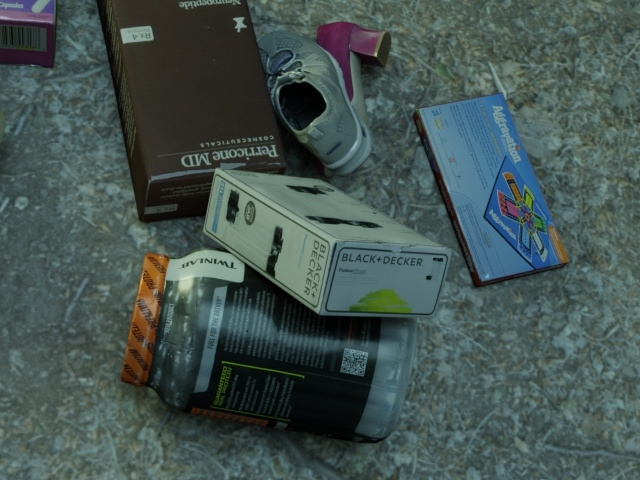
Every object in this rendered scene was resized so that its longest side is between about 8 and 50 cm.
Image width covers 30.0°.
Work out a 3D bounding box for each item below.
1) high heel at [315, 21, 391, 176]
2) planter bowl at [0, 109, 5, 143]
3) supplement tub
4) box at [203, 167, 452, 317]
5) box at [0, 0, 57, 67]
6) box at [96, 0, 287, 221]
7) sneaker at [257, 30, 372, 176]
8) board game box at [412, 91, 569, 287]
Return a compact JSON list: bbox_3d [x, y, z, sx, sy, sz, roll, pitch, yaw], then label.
[{"bbox_3d":[0.012,-0.208,1.726,0.117,0.082,0.244,12,77,28],"label":"high heel"},{"bbox_3d":[-0.476,-0.143,1.538,0.109,0.162,0.162,22,61,-34],"label":"planter bowl"},{"bbox_3d":[-0.066,0.126,1.476,0.338,0.207,0.207,12,65,-9],"label":"supplement tub"},{"bbox_3d":[0.000,0.000,1.417,0.169,0.290,0.087,4,106,-35],"label":"box"},{"bbox_3d":[-0.470,-0.377,1.647,0.213,0.117,0.243,2,66,-12],"label":"box"},{"bbox_3d":[-0.186,-0.231,1.641,0.191,0.143,0.381,-9,71,-17],"label":"box"},{"bbox_3d":[-0.024,-0.213,1.635,0.105,0.115,0.281,-44,49,10],"label":"sneaker"},{"bbox_3d":[0.246,-0.078,1.735,0.145,0.027,0.281,-12,71,-16],"label":"board game box"}]
